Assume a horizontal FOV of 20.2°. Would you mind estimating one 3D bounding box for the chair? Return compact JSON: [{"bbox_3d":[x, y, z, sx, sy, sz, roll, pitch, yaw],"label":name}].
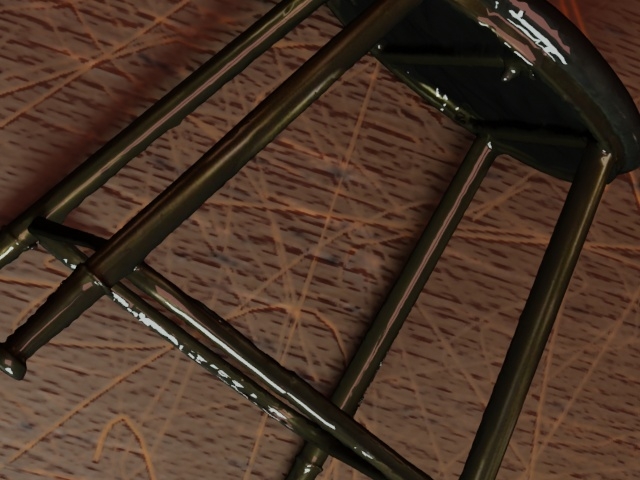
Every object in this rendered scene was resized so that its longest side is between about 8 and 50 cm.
[{"bbox_3d":[0.000,0.000,1.294,0.362,0.365,0.410,39,82,-17],"label":"chair"}]
